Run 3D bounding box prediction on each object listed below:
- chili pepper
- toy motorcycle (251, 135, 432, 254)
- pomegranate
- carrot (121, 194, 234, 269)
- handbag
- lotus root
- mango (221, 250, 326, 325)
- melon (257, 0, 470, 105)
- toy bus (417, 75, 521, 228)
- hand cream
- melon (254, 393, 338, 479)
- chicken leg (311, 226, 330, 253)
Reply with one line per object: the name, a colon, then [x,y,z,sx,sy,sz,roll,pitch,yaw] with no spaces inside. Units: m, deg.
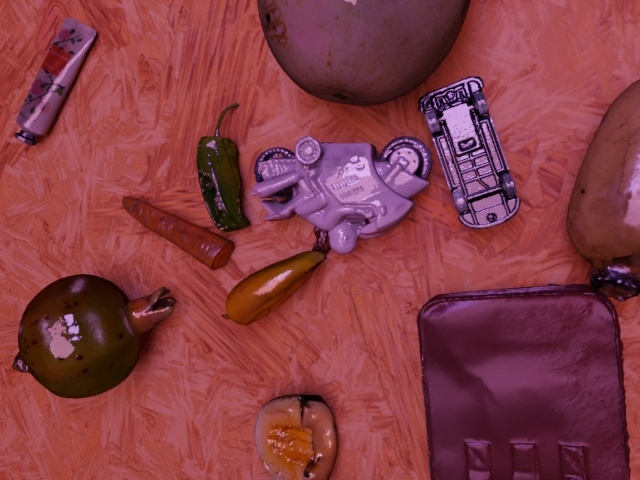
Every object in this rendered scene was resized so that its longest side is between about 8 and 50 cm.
chili pepper: [-0.162,-0.114,0.836,0.072,0.073,0.203,-11,89,31]
toy motorcycle: [0.029,-0.063,0.758,0.261,0.110,0.170,-2,94,14]
pomegranate: [-0.360,0.143,0.846,0.246,0.198,0.198,-21,87,17]
carrot: [-0.250,-0.021,0.875,0.224,0.057,0.057,26,101,15]
handbag: [0.267,0.202,0.714,0.260,0.084,0.275,-7,92,17]
lotus root: [0.394,-0.064,0.628,0.160,0.146,0.284,20,91,34]
mango: [-0.073,0.069,0.800,0.188,0.101,0.066,-33,84,15]
melon: [0.055,-0.334,0.650,0.269,0.268,0.329,9,87,16]
toy bus: [0.202,-0.112,0.710,0.087,0.089,0.193,-19,88,16]
hand cream: [-0.473,-0.279,0.935,0.080,0.050,0.233,30,95,17]
melon: [-0.039,0.303,0.824,0.128,0.079,0.160,1,95,35]
chicken leg: [0.002,-0.001,0.815,0.036,0.021,0.083,21,100,5]
